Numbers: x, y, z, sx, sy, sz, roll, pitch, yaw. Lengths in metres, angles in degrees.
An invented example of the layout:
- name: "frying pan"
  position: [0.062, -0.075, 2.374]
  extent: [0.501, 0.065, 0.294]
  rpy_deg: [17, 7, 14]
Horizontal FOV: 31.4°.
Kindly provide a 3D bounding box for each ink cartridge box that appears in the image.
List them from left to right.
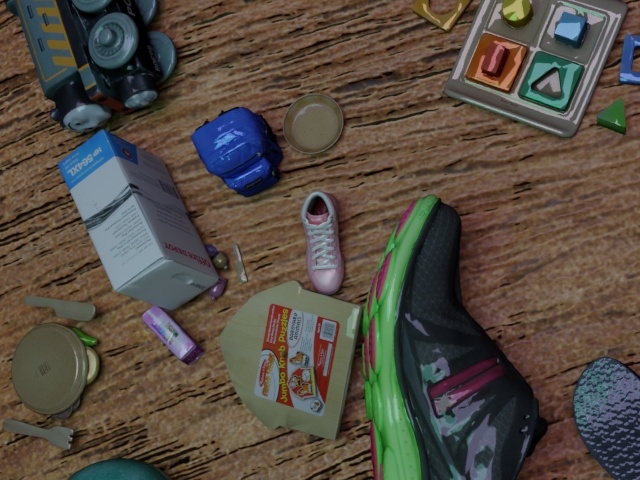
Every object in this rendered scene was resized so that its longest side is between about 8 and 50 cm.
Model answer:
- name: "ink cartridge box"
  position: [-0.232, -0.023, 1.463]
  extent: [0.086, 0.148, 0.203]
  rpy_deg: [-33, 66, 13]

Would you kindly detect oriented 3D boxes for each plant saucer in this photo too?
- name: "plant saucer"
  position: [-0.008, -0.154, 1.515]
  extent: [0.083, 0.015, 0.083]
  rpy_deg: [-3, 77, 15]

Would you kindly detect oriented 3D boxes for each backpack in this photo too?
- name: "backpack"
  position: [-0.103, -0.117, 1.476]
  extent: [0.098, 0.120, 0.101]
  rpy_deg: [-33, 72, 5]

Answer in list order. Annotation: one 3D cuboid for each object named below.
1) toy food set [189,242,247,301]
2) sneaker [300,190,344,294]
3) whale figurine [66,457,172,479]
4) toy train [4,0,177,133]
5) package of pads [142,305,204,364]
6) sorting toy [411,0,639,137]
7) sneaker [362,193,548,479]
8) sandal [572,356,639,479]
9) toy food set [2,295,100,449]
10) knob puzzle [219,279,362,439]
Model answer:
- name: "toy food set"
  position: [-0.162, 0.047, 1.509]
  extent: [0.122, 0.019, 0.078]
  rpy_deg: [-19, 74, 10]
- name: "sneaker"
  position: [0.000, 0.000, 1.452]
  extent: [0.051, 0.070, 0.134]
  rpy_deg: [-3, 78, 12]
- name: "whale figurine"
  position: [-0.247, 0.404, 1.391]
  extent: [0.216, 0.141, 0.272]
  rpy_deg: [-14, 76, 11]
- name: "toy train"
  position: [-0.331, -0.312, 1.578]
  extent: [0.190, 0.142, 0.334]
  rpy_deg: [-27, 74, 20]
- name: "package of pads"
  position: [-0.193, 0.124, 1.485]
  extent: [0.032, 0.050, 0.083]
  rpy_deg: [-46, 71, -4]
- name: "sorting toy"
  position: [0.270, -0.248, 1.446]
  extent: [0.347, 0.047, 0.196]
  rpy_deg: [22, 85, 18]
- name: "sneaker"
  position: [0.157, 0.186, 1.340]
  extent: [0.202, 0.185, 0.483]
  rpy_deg: [-3, 79, -6]
- name: "sandal"
  position: [0.376, 0.253, 1.315]
  extent: [0.097, 0.054, 0.254]
  rpy_deg: [-33, 82, 13]
- name: "toy food set"
  position: [-0.357, 0.174, 1.530]
  extent: [0.132, 0.038, 0.192]
  rpy_deg: [9, 86, 23]
- name: "knob puzzle"
  position: [-0.042, 0.144, 1.443]
  extent: [0.213, 0.030, 0.213]
  rpy_deg: [0, 90, 30]
